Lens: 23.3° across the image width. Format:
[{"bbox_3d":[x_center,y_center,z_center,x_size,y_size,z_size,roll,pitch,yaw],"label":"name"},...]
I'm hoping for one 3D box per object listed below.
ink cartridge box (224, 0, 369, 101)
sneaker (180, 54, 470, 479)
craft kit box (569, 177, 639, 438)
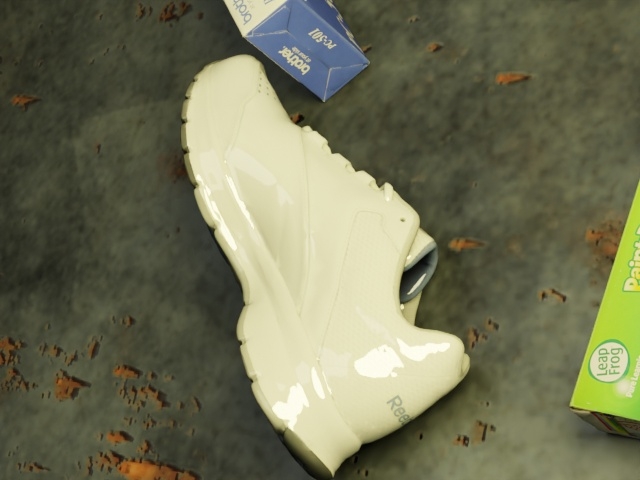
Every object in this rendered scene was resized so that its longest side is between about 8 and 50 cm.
[{"bbox_3d":[-0.045,-0.195,1.060,0.046,0.097,0.207,-38,52,14],"label":"ink cartridge box"},{"bbox_3d":[0.000,0.000,0.951,0.129,0.111,0.297,-24,59,5],"label":"sneaker"},{"bbox_3d":[0.275,0.000,0.776,0.246,0.061,0.250,12,76,35],"label":"craft kit box"}]
